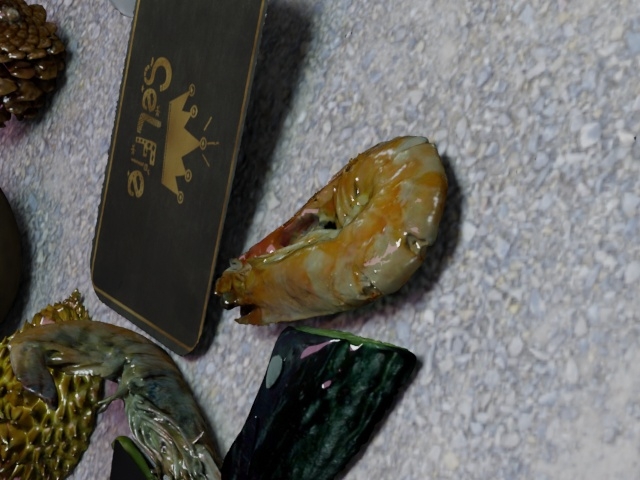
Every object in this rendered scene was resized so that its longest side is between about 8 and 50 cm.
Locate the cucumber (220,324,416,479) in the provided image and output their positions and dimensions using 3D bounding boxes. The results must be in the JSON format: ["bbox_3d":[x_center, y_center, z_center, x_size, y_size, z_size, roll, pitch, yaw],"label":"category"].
[{"bbox_3d":[-0.017,0.133,1.159,0.115,0.085,0.193,52,123,45],"label":"cucumber"}]

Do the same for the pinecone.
[{"bbox_3d":[-0.380,-0.208,1.697,0.173,0.173,0.174,-24,58,44],"label":"pinecone"}]

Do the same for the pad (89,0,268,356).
[{"bbox_3d":[-0.183,-0.105,1.393,0.315,0.063,0.376,25,106,54],"label":"pad"}]

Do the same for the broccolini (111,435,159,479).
[{"bbox_3d":[-0.144,0.252,1.292,0.239,0.054,0.051,56,133,49],"label":"broccolini"}]

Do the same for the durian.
[{"bbox_3d":[-0.297,0.175,1.491,0.139,0.144,0.252,-69,-6,-84],"label":"durian"}]

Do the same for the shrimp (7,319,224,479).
[{"bbox_3d":[-0.177,0.151,1.270,0.296,0.169,0.058,48,126,49],"label":"shrimp"}]

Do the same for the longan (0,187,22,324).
[{"bbox_3d":[-0.454,0.017,1.614,0.258,0.258,0.258,-24,58,44],"label":"longan"}]

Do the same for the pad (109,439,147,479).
[{"bbox_3d":[-0.157,0.289,1.255,0.243,0.004,0.164,-149,65,-64],"label":"pad"}]

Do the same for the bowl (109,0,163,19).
[{"bbox_3d":[-0.148,-0.316,1.486,0.189,0.086,0.189,-5,84,53],"label":"bowl"}]

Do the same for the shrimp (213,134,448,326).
[{"bbox_3d":[0.001,0.001,1.209,0.294,0.062,0.154,-22,47,42],"label":"shrimp"}]
